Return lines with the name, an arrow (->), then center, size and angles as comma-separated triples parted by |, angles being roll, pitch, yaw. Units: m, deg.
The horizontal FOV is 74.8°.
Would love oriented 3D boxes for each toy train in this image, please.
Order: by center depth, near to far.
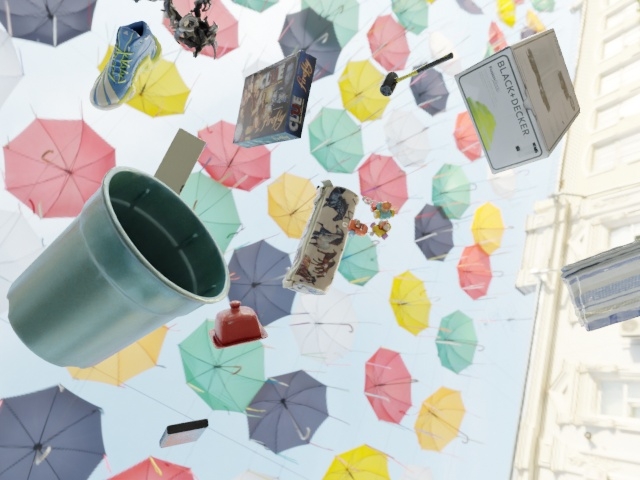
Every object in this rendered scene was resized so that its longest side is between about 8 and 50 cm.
toy train -> 0.139, -0.066, 1.127 | 0.125, 0.046, 0.166 | 24, -130, 5

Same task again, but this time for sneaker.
sneaker -> -0.468, -0.421, 0.978 | 0.091, 0.126, 0.240 | 23, -114, 3

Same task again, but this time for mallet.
mallet -> 0.229, -0.409, 1.006 | 0.039, 0.189, 0.063 | 46, -136, -32

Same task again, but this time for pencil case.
pencil case -> 0.000, 0.000, 1.474 | 0.183, 0.159, 0.411 | 30, -108, -34

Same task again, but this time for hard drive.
hard drive -> -0.330, 0.466, 1.009 | 0.094, 0.135, 0.022 | 1, -127, -29

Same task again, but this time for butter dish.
butter dish -> -0.251, 0.238, 1.249 | 0.160, 0.159, 0.119 | -7, -78, -22

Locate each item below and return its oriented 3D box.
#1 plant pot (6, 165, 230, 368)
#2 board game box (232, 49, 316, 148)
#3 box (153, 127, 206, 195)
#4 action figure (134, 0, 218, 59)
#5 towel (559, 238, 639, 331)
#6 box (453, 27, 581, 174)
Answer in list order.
plant pot -> -0.434, 0.077, 0.895 | 0.334, 0.341, 0.341 | -35, -80, 10
board game box -> -0.108, -0.294, 0.908 | 0.042, 0.243, 0.165 | 12, -92, -36
box -> -0.459, -0.198, 1.293 | 0.094, 0.113, 0.275 | 28, -103, -22
action figure -> -0.349, -0.596, 1.091 | 0.275, 0.140, 0.164 | 30, -117, -46
towel -> 0.585, 0.085, 0.798 | 0.285, 0.209, 0.034 | 42, -149, -42
box -> 0.342, -0.243, 0.701 | 0.290, 0.087, 0.169 | -38, -74, -43
